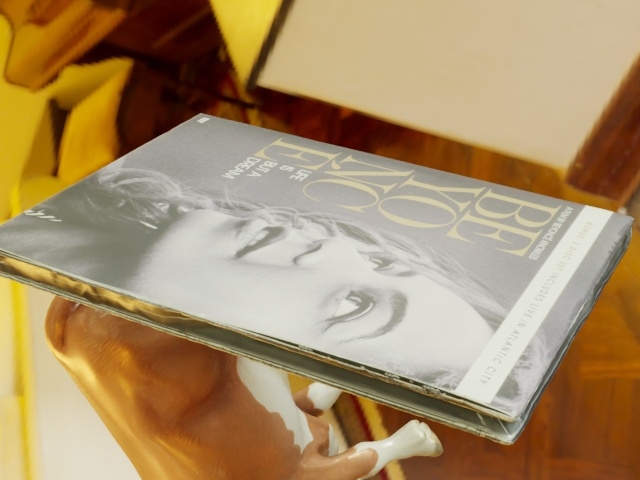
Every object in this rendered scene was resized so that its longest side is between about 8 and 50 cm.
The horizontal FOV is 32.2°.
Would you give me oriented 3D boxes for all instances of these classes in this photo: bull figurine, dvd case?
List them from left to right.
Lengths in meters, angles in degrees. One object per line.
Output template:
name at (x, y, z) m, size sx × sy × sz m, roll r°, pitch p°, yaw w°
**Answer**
bull figurine at (-0.041, 0.108, 0.655) m, size 0.101 × 0.188 × 0.310 m, roll 49°, pitch 165°, yaw 44°
dvd case at (0.000, 0.000, 0.453) m, size 0.164 × 0.221 × 0.018 m, roll -41°, pitch -39°, yaw -53°
